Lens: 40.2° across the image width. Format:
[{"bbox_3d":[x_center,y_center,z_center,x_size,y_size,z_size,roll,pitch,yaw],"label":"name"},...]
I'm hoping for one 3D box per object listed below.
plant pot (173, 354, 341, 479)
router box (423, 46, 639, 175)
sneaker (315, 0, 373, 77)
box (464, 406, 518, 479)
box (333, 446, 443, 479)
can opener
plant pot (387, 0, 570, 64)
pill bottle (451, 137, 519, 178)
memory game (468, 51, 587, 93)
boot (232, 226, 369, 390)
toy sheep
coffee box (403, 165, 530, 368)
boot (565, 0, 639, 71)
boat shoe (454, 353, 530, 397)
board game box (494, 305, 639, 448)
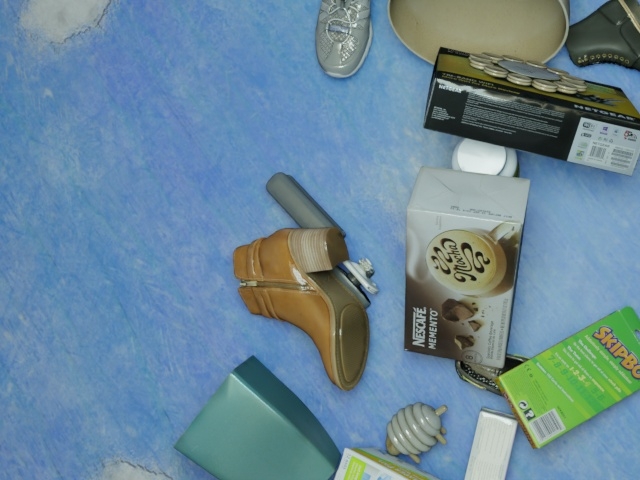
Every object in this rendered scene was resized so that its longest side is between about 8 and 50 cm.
[{"bbox_3d":[-0.092,0.344,1.486,0.234,0.165,0.166,39,96,5],"label":"plant pot"},{"bbox_3d":[0.318,-0.205,1.336,0.309,0.243,0.081,13,114,3],"label":"router box"},{"bbox_3d":[0.038,-0.426,1.519,0.105,0.115,0.281,7,88,15],"label":"sneaker"},{"bbox_3d":[0.259,0.440,1.436,0.067,0.063,0.324,12,90,14],"label":"box"},{"bbox_3d":[0.128,0.426,1.417,0.203,0.103,0.114,20,92,36],"label":"box"},{"bbox_3d":[0.000,0.000,1.524,0.093,0.074,0.280,-41,78,10],"label":"can opener"},{"bbox_3d":[0.266,-0.423,1.403,0.284,0.284,0.191,9,66,15],"label":"plant pot"},{"bbox_3d":[0.266,-0.122,1.406,0.103,0.184,0.103,-1,87,15],"label":"pill bottle"},{"bbox_3d":[0.314,-0.255,1.328,0.186,0.186,0.012,18,114,15],"label":"memory game"},{"bbox_3d":[-0.043,0.120,1.494,0.220,0.109,0.283,-10,97,36],"label":"boot"},{"bbox_3d":[0.161,0.315,1.459,0.132,0.091,0.091,-41,78,14],"label":"toy sheep"},{"bbox_3d":[0.222,0.045,1.358,0.168,0.119,0.297,9,131,14],"label":"coffee box"},{"bbox_3d":[0.484,-0.292,1.426,0.137,0.077,0.198,-26,67,16],"label":"boot"},{"bbox_3d":[0.331,0.230,1.427,0.228,0.069,0.081,13,89,15],"label":"boat shoe"},{"bbox_3d":[0.415,0.213,1.383,0.259,0.039,0.124,-26,80,-11],"label":"board game box"}]
